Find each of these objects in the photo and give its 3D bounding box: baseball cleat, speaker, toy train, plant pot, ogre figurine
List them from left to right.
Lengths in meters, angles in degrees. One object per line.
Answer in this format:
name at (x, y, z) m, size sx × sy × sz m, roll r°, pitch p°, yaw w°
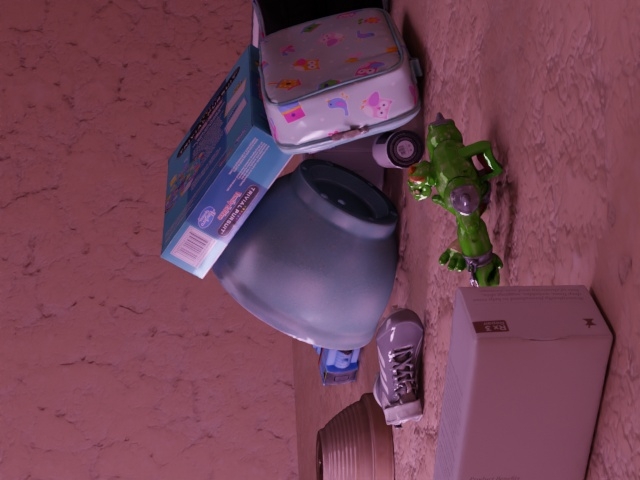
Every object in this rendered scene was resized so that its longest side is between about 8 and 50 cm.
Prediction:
plant pot at (0.000, 0.000, 2.038) m, size 0.196 × 0.293 × 0.293 m, roll -60°, pitch 19°, yaw 24°
toy train at (0.036, 0.194, 2.495) m, size 0.184 × 0.080 × 0.105 m, roll 103°, pitch 157°, yaw -55°
plant pot at (0.051, 0.372, 2.206) m, size 0.237 × 0.109 × 0.237 m, roll 180°, pitch 90°, yaw -85°
speaker at (0.109, -0.129, 1.888) m, size 0.136 × 0.055 × 0.055 m, roll -146°, pitch 56°, yaw -83°
baseball cleat at (0.119, 0.185, 1.848) m, size 0.206 × 0.072 × 0.109 m, roll 90°, pitch 162°, yaw -49°
ogre figurine at (0.148, -0.054, 1.415) m, size 0.118 × 0.096 × 0.197 m, roll 71°, pitch -156°, yaw -44°

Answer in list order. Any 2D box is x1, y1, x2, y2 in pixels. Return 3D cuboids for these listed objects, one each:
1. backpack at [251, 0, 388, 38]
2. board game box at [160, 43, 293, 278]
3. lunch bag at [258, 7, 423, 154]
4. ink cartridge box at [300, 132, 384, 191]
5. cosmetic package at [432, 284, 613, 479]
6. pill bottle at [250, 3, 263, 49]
backpack at (-0.003, -0.405, 2.129) m, size 0.191 × 0.225 × 0.253 m, roll -97°, pitch -4°, yaw -49°
board game box at (-0.145, -0.131, 2.068) m, size 0.254 × 0.079 × 0.336 m, roll -52°, pitch 20°, yaw 21°
lunch bag at (0.028, -0.230, 1.888) m, size 0.279 × 0.224 × 0.108 m, roll -100°, pitch -4°, yaw -59°
ink cartridge box at (0.032, -0.093, 2.274) m, size 0.211 × 0.121 × 0.289 m, roll -98°, pitch 10°, yaw -51°
cosmetic package at (0.166, 0.152, 1.129) m, size 0.085 × 0.117 × 0.231 m, roll -103°, pitch 15°, yaw -58°
pill bottle at (-0.023, -0.400, 2.382) m, size 0.204 × 0.204 × 0.361 m, roll -99°, pitch 11°, yaw -51°
